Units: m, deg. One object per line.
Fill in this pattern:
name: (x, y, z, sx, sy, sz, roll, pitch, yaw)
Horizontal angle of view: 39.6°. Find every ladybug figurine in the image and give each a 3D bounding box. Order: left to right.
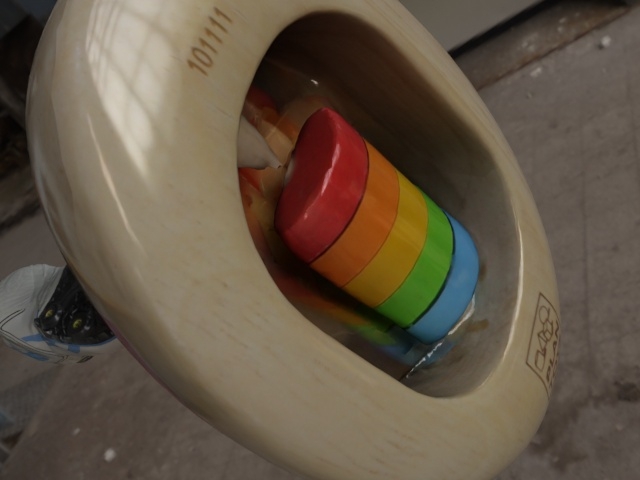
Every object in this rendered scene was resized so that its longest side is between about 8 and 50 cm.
ladybug figurine: (0.000, 0.000, 0.564, 0.162, 0.449, 0.305, -10, 50, 42)

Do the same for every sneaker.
sneaker: (-0.189, 0.060, 0.699, 0.237, 0.086, 0.085, -2, 47, 54)
